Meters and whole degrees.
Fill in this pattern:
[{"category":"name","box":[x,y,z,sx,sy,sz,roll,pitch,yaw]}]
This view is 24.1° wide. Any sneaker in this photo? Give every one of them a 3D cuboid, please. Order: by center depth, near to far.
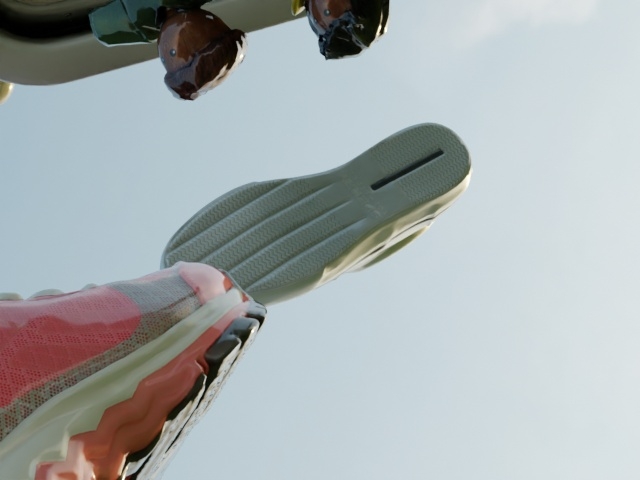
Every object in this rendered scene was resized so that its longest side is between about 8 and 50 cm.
[{"category":"sneaker","box":[-0.125,0.056,0.558,0.116,0.136,0.314,-56,-6,25]},{"category":"sneaker","box":[0.000,0.000,1.103,0.258,0.094,0.091,-22,-26,-24]}]

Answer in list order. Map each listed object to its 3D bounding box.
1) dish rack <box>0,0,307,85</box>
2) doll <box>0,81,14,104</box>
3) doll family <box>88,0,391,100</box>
[{"category":"dish rack","box":[-0.063,-0.251,0.610,0.285,0.072,0.333,-17,-78,-8]},{"category":"doll","box":[-0.237,-0.164,0.909,0.046,0.129,0.189,-32,-63,-24]},{"category":"doll family","box":[0.003,-0.099,0.375,0.076,0.193,0.111,-32,-86,-34]}]
